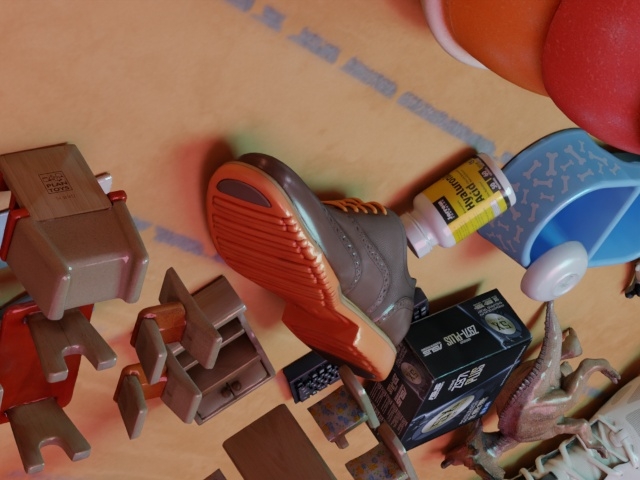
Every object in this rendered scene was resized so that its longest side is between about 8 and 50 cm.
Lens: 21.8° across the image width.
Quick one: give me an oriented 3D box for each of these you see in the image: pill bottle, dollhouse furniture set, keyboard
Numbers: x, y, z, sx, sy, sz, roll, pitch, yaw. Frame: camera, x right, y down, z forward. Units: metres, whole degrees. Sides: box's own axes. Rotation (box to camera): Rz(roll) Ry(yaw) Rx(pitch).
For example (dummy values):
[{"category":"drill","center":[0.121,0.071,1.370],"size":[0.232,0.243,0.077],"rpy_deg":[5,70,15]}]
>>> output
[{"category":"pill bottle","center":[0.135,-0.033,1.688],"size":[0.116,0.065,0.065],"rpy_deg":[-35,150,-4]},{"category":"dollhouse furniture set","center":[-0.061,0.182,1.611],"size":[0.212,0.242,0.161],"rpy_deg":[-33,150,-6]},{"category":"keyboard","center":[0.042,0.115,1.843],"size":[0.180,0.023,0.108],"rpy_deg":[-31,150,-10]},{"category":"dollhouse furniture set","center":[-0.224,0.063,1.374],"size":[0.262,0.135,0.259],"rpy_deg":[-12,140,-32]}]

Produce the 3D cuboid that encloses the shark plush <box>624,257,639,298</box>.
[{"category":"shark plush","center":[0.433,0.026,2.093],"size":[0.067,0.073,0.161],"rpy_deg":[-51,161,-44]}]

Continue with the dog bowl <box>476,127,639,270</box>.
[{"category":"dog bowl","center":[0.304,-0.040,1.844],"size":[0.297,0.074,0.166],"rpy_deg":[-5,138,-43]}]

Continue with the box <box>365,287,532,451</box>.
[{"category":"box","center":[0.142,0.155,1.924],"size":[0.147,0.077,0.180],"rpy_deg":[-20,152,-30]}]

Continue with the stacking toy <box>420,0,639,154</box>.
[{"category":"stacking toy","center":[0.336,-0.146,1.323],"size":[0.351,0.480,0.350],"rpy_deg":[-26,149,-17]}]

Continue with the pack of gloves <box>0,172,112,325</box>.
[{"category":"pack of gloves","center":[-0.278,0.055,1.408],"size":[0.232,0.046,0.195],"rpy_deg":[-20,147,-27]}]

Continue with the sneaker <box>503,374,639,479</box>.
[{"category":"sneaker","center":[0.364,0.348,2.352],"size":[0.257,0.169,0.447],"rpy_deg":[-6,141,-44]}]

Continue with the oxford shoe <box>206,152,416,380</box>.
[{"category":"oxford shoe","center":[0.000,0.000,1.580],"size":[0.132,0.130,0.363],"rpy_deg":[-60,151,-17]}]

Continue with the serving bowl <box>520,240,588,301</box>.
[{"category":"serving bowl","center":[0.258,0.038,1.806],"size":[0.083,0.027,0.083],"rpy_deg":[-26,148,-18]}]

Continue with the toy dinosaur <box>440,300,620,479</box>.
[{"category":"toy dinosaur","center":[0.259,0.214,2.116],"size":[0.200,0.127,0.295],"rpy_deg":[-18,140,-16]}]
